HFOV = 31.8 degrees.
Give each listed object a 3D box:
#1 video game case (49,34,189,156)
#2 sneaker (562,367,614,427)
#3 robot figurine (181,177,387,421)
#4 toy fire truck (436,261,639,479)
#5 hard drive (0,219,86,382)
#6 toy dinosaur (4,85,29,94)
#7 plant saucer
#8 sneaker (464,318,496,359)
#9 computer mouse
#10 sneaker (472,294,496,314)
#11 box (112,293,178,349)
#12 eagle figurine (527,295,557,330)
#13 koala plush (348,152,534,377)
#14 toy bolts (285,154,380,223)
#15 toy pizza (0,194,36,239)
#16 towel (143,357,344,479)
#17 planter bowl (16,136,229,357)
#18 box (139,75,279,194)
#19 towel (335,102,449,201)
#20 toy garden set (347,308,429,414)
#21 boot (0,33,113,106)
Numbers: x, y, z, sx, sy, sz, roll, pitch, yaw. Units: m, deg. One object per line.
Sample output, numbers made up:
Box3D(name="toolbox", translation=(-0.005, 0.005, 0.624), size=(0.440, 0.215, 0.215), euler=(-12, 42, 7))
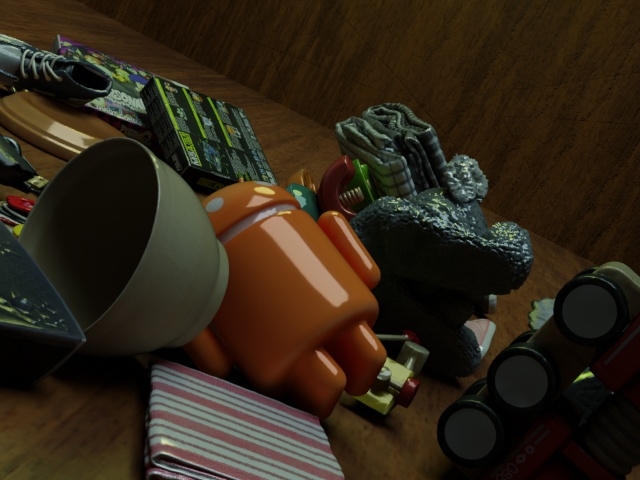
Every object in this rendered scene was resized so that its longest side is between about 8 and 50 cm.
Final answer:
Box3D(name="video game case", translation=(-0.295, -0.213, 1.711), size=(0.232, 0.042, 0.210), euler=(20, 27, -27))
Box3D(name="sneaker", translation=(0.333, 0.192, 1.306), size=(0.121, 0.111, 0.300), euler=(22, 0, 38))
Box3D(name="robot figurine", translation=(-0.040, 0.042, 0.929), size=(0.219, 0.158, 0.128), euler=(52, 9, 19))
Box3D(name="toy fire truck", translation=(0.244, 0.169, 0.911), size=(0.246, 0.217, 0.158), euler=(44, 14, 11))
Box3D(name="hard drive", translation=(-0.281, 0.012, 0.771), size=(0.172, 0.054, 0.255), euler=(17, 14, -41))
Box3D(name="toy dinosaur", translation=(-0.420, -0.225, 1.579), size=(0.093, 0.053, 0.183), euler=(28, 11, 15))
Box3D(name="plant saucer", translation=(-0.325, -0.143, 1.457), size=(0.200, 0.037, 0.200), euler=(25, 11, -5))
Box3D(name="sneaker", translation=(0.174, 0.113, 1.385), size=(0.070, 0.051, 0.134), euler=(33, 15, 5))
Box3D(name="computer mouse", translation=(-0.316, -0.087, 1.097), size=(0.262, 0.060, 0.184), euler=(21, -2, 6))
Box3D(name="sneaker", translation=(0.215, 0.073, 1.715), size=(0.065, 0.061, 0.158), euler=(-7, 22, -18))
Box3D(name="box", translation=(-0.149, 0.048, 0.932), size=(0.067, 0.018, 0.083), euler=(18, 36, -37))
Box3D(name="eagle figurine", translation=(0.474, 0.168, 1.608), size=(0.298, 0.225, 0.226), euler=(-2, -56, 41))
Box3D(name="koala plush", translation=(0.132, 0.004, 1.290), size=(0.203, 0.196, 0.221), euler=(27, 31, 4))
Box3D(name="toy bolts", translation=(0.000, 0.000, 1.431), size=(0.228, 0.158, 0.218), euler=(24, 46, -77))
Box3D(name="toy pizza", translation=(-0.220, 0.007, 1.001), size=(0.201, 0.032, 0.201), euler=(26, 10, -5))
Box3D(name="towel", translation=(-0.055, 0.143, 0.773), size=(0.144, 0.029, 0.197), euler=(24, 9, -13))
Box3D(name="planter bowl", translation=(-0.138, 0.019, 0.835), size=(0.109, 0.162, 0.162), euler=(32, 4, -43))
Box3D(name="box", translation=(-0.160, -0.141, 1.646), size=(0.184, 0.045, 0.190), euler=(13, 40, -43))
Box3D(name="towel", translation=(0.133, -0.069, 1.631), size=(0.283, 0.121, 0.235), euler=(-132, -161, -70))
Box3D(name="toy garden set", translation=(0.016, 0.098, 1.101), size=(0.204, 0.049, 0.244), euler=(27, 10, 14))
Box3D(name="boot", translation=(-0.373, -0.233, 1.493), size=(0.190, 0.069, 0.086), euler=(16, -15, -40))
